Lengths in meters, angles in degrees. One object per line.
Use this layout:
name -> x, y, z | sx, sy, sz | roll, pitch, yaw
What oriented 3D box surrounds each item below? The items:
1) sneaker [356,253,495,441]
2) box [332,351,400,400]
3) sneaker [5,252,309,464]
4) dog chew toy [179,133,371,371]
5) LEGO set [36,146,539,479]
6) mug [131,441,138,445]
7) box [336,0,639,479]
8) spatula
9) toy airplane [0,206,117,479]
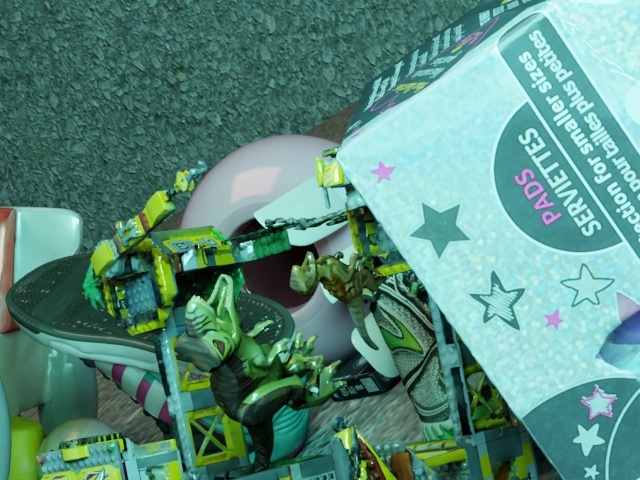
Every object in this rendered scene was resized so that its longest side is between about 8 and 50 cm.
sneaker -> 0.081, 0.042, 0.992 | 0.134, 0.146, 0.343 | -35, 10, -4
box -> 0.047, 0.099, 1.233 | 0.067, 0.018, 0.083 | -40, 9, -28
sneaker -> -0.120, 0.117, 1.238 | 0.295, 0.178, 0.124 | 14, 42, 39
dog chew toy -> 0.000, 0.000, 1.401 | 0.206, 0.206, 0.332 | -32, -1, 17
LEGO set -> -0.046, 0.080, 0.832 | 0.331, 0.255, 0.192 | -4, 2, 44
mug -> -0.178, 0.236, 1.059 | 0.169, 0.113, 0.150 | -37, 6, 11
box -> 0.132, 0.017, 0.586 | 0.142, 0.247, 0.163 | -35, 8, 13
spatula -> 0.070, 0.000, 1.242 | 0.242, 0.168, 0.019 | -32, -14, -47
toy airplane -> -0.298, 0.149, 1.454 | 0.384, 0.272, 0.386 | 108, -173, -46
